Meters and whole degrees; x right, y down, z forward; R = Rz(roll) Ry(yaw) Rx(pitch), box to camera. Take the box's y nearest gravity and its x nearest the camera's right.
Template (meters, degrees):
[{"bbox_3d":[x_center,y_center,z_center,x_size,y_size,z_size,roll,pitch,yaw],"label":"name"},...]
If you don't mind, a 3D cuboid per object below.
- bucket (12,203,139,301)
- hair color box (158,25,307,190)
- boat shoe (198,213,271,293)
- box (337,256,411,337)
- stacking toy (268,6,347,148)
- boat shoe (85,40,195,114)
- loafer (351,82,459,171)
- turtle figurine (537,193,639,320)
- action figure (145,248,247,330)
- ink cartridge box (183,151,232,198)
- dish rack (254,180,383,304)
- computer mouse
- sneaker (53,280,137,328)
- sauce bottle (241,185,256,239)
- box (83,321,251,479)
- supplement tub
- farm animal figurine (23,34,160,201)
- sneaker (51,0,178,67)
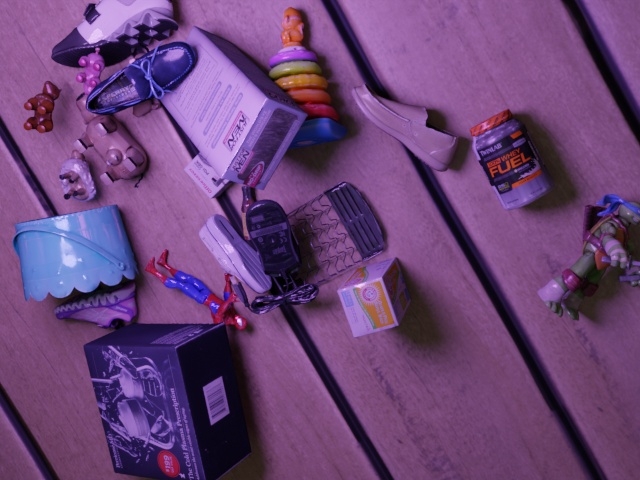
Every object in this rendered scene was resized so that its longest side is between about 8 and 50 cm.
[{"bbox_3d":[-0.587,0.024,1.747,0.281,0.281,0.183,-10,96,16],"label":"bucket"},{"bbox_3d":[-0.197,-0.286,1.544,0.185,0.114,0.374,-58,45,18],"label":"hair color box"},{"bbox_3d":[-0.204,0.043,1.752,0.076,0.083,0.226,-41,78,30],"label":"boat shoe"},{"bbox_3d":[0.122,0.121,1.609,0.103,0.203,0.114,-18,97,17],"label":"box"},{"bbox_3d":[-0.053,-0.359,1.593,0.166,0.175,0.301,-8,88,17],"label":"stacking toy"},{"bbox_3d":[-0.377,-0.326,1.545,0.258,0.089,0.109,-31,108,13],"label":"boat shoe"},{"bbox_3d":[0.186,-0.258,1.571,0.268,0.102,0.092,37,107,-5],"label":"loafer"},{"bbox_3d":[0.599,0.072,1.481,0.275,0.198,0.266,43,112,6],"label":"turtle figurine"},{"bbox_3d":[-0.274,0.104,1.764,0.280,0.091,0.139,39,119,4],"label":"action figure"},{"bbox_3d":[-0.236,-0.178,1.714,0.135,0.056,0.099,-43,90,18],"label":"ink cartridge box"},{"bbox_3d":[0.000,0.000,1.683,0.271,0.074,0.208,-29,94,18],"label":"dish rack"},{"bbox_3d":[-0.127,0.038,1.656,0.184,0.060,0.262,-20,107,10],"label":"computer mouse"},{"bbox_3d":[-0.567,0.181,1.863,0.236,0.095,0.104,-13,106,16],"label":"sneaker"},{"bbox_3d":[-0.166,-0.066,1.730,0.042,0.042,0.128,-2,99,15],"label":"sauce bottle"},{"bbox_3d":[-0.367,0.384,1.764,0.313,0.179,0.343,-5,101,34],"label":"box"},{"bbox_3d":[0.393,-0.169,1.522,0.117,0.117,0.190,-28,94,18],"label":"supplement tub"},{"bbox_3d":[-0.494,-0.280,1.713,0.330,0.172,0.326,-15,110,9],"label":"farm animal figurine"},{"bbox_3d":[-0.481,-0.503,1.689,0.331,0.122,0.146,-16,79,18],"label":"sneaker"}]
